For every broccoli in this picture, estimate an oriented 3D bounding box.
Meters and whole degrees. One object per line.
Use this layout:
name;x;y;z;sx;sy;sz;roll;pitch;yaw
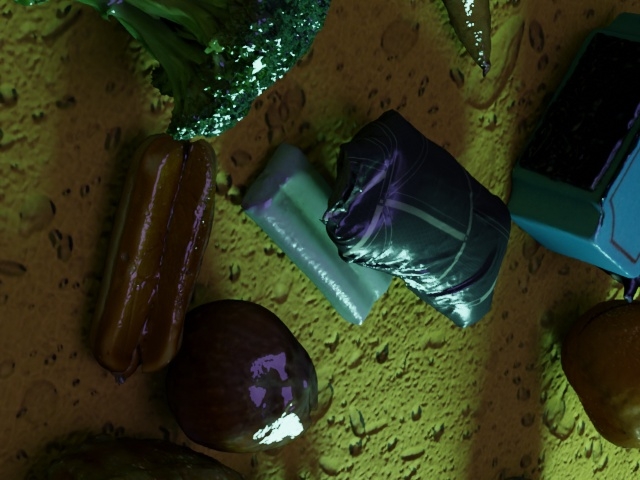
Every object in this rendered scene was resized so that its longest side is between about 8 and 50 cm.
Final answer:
broccoli;-0.118;-0.205;1.141;0.269;0.269;0.254;0;99;-46

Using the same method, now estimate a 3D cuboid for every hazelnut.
hazelnut;-0.072;0.127;1.359;0.143;0.143;0.154;-31;124;-35

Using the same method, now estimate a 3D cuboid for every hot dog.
hot dog;-0.149;0.019;1.292;0.092;0.062;0.235;12;101;-32

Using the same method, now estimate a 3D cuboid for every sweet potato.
sweet potato;0.134;-0.301;1.468;0.072;0.066;0.314;-31;128;-27

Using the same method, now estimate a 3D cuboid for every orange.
orange;0.389;0.162;1.805;0.161;0.193;0.193;-34;130;-5

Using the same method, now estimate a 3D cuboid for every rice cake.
rice cake;0.001;0.000;1.455;0.080;0.042;0.222;-59;137;-20

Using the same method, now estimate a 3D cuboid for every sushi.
sushi;-0.153;0.279;1.323;0.274;0.139;0.184;11;98;-46

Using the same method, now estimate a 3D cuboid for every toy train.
toy train;0.373;-0.091;1.711;0.265;0.188;0.300;36;81;-42

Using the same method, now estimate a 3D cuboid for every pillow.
pillow;0.101;-0.021;1.487;0.335;0.092;0.161;34;60;-53

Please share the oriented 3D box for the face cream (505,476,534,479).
face cream;0.294;0.397;1.789;0.175;0.195;0.175;-16;114;-41
